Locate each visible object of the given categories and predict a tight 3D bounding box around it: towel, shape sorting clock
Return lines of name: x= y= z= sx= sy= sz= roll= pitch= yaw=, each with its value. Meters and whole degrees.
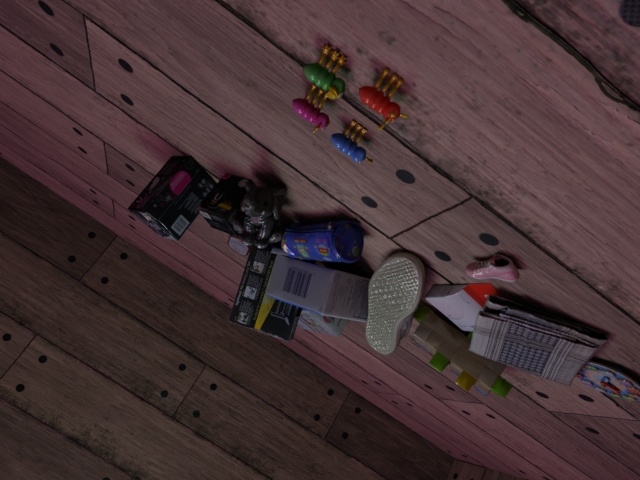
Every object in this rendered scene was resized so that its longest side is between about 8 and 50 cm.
towel: x=0.583 y=0.291 z=1.438 sx=0.312 sy=0.056 sz=0.324 roll=19 pitch=148 yaw=19
shape sorting clock: x=0.807 y=0.398 z=1.466 sx=0.206 sy=0.040 sz=0.206 roll=27 pitch=158 yaw=12

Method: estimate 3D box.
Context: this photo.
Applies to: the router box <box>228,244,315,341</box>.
router box: x=-0.180 y=0.193 z=1.934 sx=0.242 sy=0.309 sz=0.081 roll=17 pitch=177 yaw=10

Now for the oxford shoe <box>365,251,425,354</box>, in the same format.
oxford shoe: x=0.241 y=0.189 z=1.634 sx=0.169 sy=0.130 sz=0.449 roll=35 pitch=142 yaw=26

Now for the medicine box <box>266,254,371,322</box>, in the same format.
medicine box: x=0.017 y=0.166 z=1.757 sx=0.263 sy=0.149 sz=0.289 roll=12 pitch=175 yaw=42

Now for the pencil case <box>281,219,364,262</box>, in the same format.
pencil case: x=0.000 y=0.000 z=1.586 sx=0.306 sy=0.119 sz=0.133 roll=1 pitch=136 yaw=53

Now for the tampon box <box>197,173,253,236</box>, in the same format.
tampon box: x=-0.290 y=-0.117 z=1.667 sx=0.120 sy=0.161 sz=0.101 roll=18 pitch=154 yaw=31

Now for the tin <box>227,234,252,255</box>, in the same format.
tin: x=-0.340 y=0.013 z=2.191 sx=0.106 sy=0.040 sz=0.190 roll=29 pitch=159 yaw=-5

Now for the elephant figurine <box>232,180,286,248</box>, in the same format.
elephant figurine: x=-0.174 y=-0.104 z=1.541 sx=0.186 sy=0.169 sz=0.239 roll=58 pitch=153 yaw=35

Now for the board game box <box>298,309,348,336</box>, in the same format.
board game box: x=-0.051 y=0.336 z=2.415 sx=0.224 sy=0.098 sz=0.303 roll=43 pitch=157 yaw=-28

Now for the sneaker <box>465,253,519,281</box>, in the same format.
sneaker: x=0.412 y=0.061 z=1.260 sx=0.134 sy=0.051 sz=0.070 roll=7 pitch=146 yaw=41

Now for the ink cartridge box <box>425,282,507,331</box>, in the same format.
ink cartridge box: x=0.448 y=0.199 z=1.504 sx=0.189 sy=0.066 sz=0.232 roll=40 pitch=161 yaw=-20

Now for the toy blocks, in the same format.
toy blocks: x=0.469 y=0.390 z=1.755 sx=0.381 sy=0.191 sz=0.261 roll=34 pitch=170 yaw=24

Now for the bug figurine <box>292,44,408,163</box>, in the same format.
bug figurine: x=0.047 y=-0.256 z=1.037 sx=0.216 sy=0.072 sz=0.279 roll=33 pitch=159 yaw=-3

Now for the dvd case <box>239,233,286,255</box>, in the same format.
dvd case: x=-0.154 y=0.015 z=1.783 sx=0.180 sy=0.022 sz=0.253 roll=25 pitch=-173 yaw=34

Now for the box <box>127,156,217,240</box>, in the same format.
box: x=-0.499 y=-0.146 z=1.771 sx=0.142 sy=0.247 sz=0.163 roll=12 pitch=151 yaw=45
